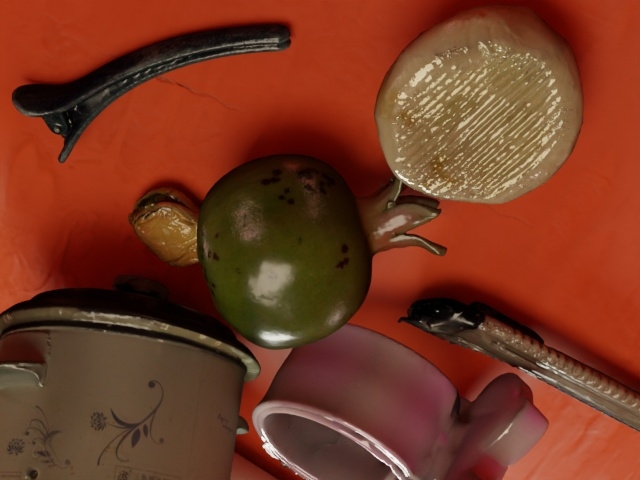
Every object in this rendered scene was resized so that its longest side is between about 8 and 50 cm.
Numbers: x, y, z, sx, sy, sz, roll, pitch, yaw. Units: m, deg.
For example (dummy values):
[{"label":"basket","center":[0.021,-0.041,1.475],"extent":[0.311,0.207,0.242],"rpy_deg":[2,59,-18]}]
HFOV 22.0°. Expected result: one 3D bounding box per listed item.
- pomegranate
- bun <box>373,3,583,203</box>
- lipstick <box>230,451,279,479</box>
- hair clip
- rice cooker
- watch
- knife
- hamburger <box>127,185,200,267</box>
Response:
[{"label":"pomegranate","center":[0.000,0.000,1.472],"extent":[0.224,0.181,0.181],"rpy_deg":[-15,127,4]},{"label":"bun","center":[0.128,-0.120,1.360],"extent":[0.183,0.102,0.183],"rpy_deg":[-3,127,-4]},{"label":"lipstick","center":[-0.049,0.314,1.814],"extent":[0.327,0.087,0.087],"rpy_deg":[35,132,-14]},{"label":"hair clip","center":[-0.150,-0.146,1.463],"extent":[0.275,0.048,0.083],"rpy_deg":[-19,119,29]},{"label":"rice cooker","center":[-0.204,0.178,1.610],"extent":[0.316,0.317,0.264],"rpy_deg":[46,147,-23]},{"label":"watch","center":[0.054,0.187,1.586],"extent":[0.217,0.211,0.248],"rpy_deg":[36,155,-11]},{"label":"knife","center":[0.248,0.134,1.595],"extent":[0.365,0.043,0.089],"rpy_deg":[26,166,-9]},{"label":"hamburger","center":[-0.142,-0.013,1.580],"extent":[0.076,0.044,0.083],"rpy_deg":[-27,120,33]}]
